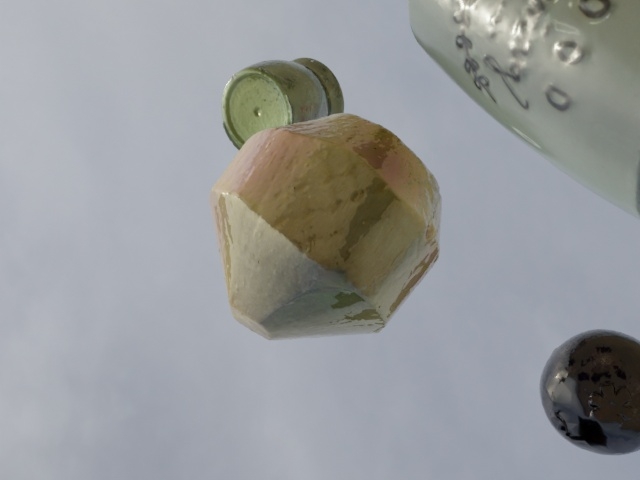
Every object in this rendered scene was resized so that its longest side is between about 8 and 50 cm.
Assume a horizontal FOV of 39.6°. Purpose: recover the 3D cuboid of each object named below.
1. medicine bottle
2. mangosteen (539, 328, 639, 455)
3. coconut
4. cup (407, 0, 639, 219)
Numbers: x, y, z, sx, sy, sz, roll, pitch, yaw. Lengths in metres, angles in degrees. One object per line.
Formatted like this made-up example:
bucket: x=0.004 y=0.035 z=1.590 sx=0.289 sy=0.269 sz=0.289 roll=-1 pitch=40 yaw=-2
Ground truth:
medicine bottle: x=-0.056 y=-0.201 z=1.347 sx=0.147 sy=0.147 sz=0.143 roll=45 pitch=-145 yaw=14
mangosteen: x=0.428 y=0.228 z=1.354 sx=0.194 sy=0.230 sz=0.194 roll=0 pitch=-91 yaw=5
coconut: x=0.000 y=0.000 z=0.963 sx=0.259 sy=0.259 sz=0.259 roll=12 pitch=-130 yaw=-15
cup: x=0.195 y=-0.175 z=0.582 sx=0.186 sy=0.258 sz=0.234 roll=-6 pitch=-144 yaw=-43
